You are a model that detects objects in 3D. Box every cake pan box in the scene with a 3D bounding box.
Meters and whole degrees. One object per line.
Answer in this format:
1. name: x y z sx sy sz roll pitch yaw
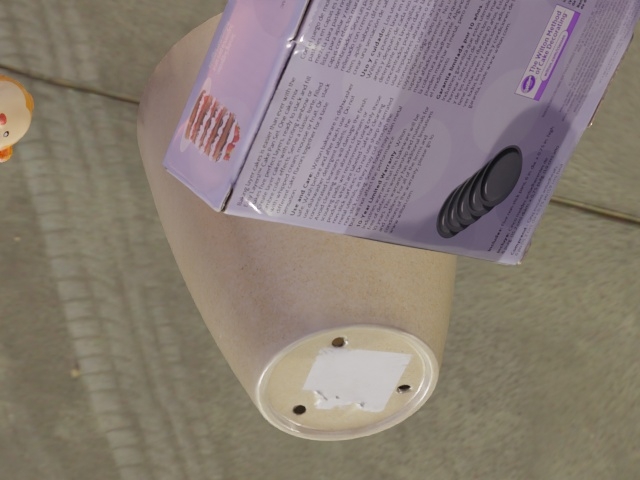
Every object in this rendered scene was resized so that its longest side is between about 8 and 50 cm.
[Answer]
1. cake pan box: 0.069 -0.124 0.746 0.070 0.245 0.267 38 111 41

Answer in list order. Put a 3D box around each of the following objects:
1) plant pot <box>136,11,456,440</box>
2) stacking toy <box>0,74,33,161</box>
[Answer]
1. plant pot: 0.000 0.000 1.026 0.256 0.256 0.274 -28 43 16
2. stacking toy: -0.316 -0.034 0.883 0.165 0.302 0.175 20 131 55
